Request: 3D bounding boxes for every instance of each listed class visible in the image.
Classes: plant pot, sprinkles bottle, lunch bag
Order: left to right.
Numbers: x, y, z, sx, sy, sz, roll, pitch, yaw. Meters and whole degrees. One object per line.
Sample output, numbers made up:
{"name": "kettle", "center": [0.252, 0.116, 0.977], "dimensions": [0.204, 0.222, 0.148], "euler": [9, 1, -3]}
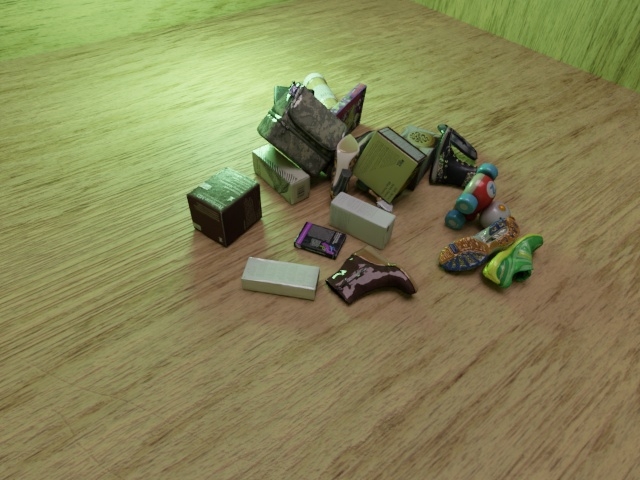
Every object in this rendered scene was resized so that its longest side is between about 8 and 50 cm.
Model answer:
{"name": "plant pot", "center": [-0.129, -0.578, 2.070], "dimensions": [0.187, 0.188, 0.167], "euler": [6, 58, 2]}
{"name": "lunch bag", "center": [-0.066, -0.440, 1.768], "dimensions": [0.256, 0.305, 0.212], "euler": [-52, 29, 5]}
{"name": "sprinkles bottle", "center": [0.014, -0.703, 2.233], "dimensions": [0.121, 0.121, 0.356], "euler": [-10, 47, -13]}

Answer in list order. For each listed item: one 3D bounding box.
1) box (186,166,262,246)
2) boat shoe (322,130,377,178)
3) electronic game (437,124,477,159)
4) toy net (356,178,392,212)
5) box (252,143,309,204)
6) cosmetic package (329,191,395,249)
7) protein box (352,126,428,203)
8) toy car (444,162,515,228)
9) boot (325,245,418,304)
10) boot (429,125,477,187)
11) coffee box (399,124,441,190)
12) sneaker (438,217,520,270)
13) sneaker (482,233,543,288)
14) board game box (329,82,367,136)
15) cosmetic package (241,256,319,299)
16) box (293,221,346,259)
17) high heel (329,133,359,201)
{"name": "box", "center": [-0.337, -0.123, 1.603], "dimensions": [0.168, 0.167, 0.203], "euler": [27, 50, 22]}
{"name": "boat shoe", "center": [0.127, -0.385, 1.920], "dimensions": [0.130, 0.133, 0.355], "euler": [28, 50, 24]}
{"name": "electronic game", "center": [0.611, -0.438, 1.996], "dimensions": [0.229, 0.048, 0.229], "euler": [31, 29, -19]}
{"name": "toy net", "center": [0.234, -0.177, 1.789], "dimensions": [0.122, 0.045, 0.232], "euler": [6, 43, -33]}
{"name": "box", "center": [-0.161, -0.269, 1.801], "dimensions": [0.094, 0.113, 0.275], "euler": [-30, 53, -27]}
{"name": "cosmetic package", "center": [0.148, -0.073, 1.623], "dimensions": [0.230, 0.117, 0.085], "euler": [26, 51, 20]}
{"name": "protein box", "center": [0.267, -0.295, 1.740], "dimensions": [0.201, 0.200, 0.136], "euler": [40, 36, 10]}
{"name": "toy car", "center": [0.630, -0.119, 1.657], "dimensions": [0.237, 0.210, 0.219], "euler": [35, 62, 11]}
{"name": "boot", "center": [0.165, 0.145, 1.453], "dimensions": [0.206, 0.090, 0.248], "euler": [-40, 60, -21]}
{"name": "boot", "center": [0.564, -0.338, 1.857], "dimensions": [0.178, 0.237, 0.085], "euler": [15, 11, 6]}
{"name": "coffee box", "center": [0.388, -0.361, 1.920], "dimensions": [0.168, 0.119, 0.297], "euler": [25, 48, 18]}
{"name": "sneaker", "center": [0.551, 0.031, 1.568], "dimensions": [0.296, 0.131, 0.112], "euler": [-25, 76, 0]}
{"name": "sneaker", "center": [0.675, 0.075, 1.539], "dimensions": [0.295, 0.109, 0.124], "euler": [-30, 73, -28]}
{"name": "board game box", "center": [0.105, -0.547, 2.025], "dimensions": [0.056, 0.208, 0.347], "euler": [23, 49, 18]}
{"name": "cosmetic package", "center": [-0.127, 0.123, 1.449], "dimensions": [0.238, 0.061, 0.099], "euler": [9, 43, 5]}
{"name": "box", "center": [0.000, 0.000, 1.603], "dimensions": [0.161, 0.029, 0.116], "euler": [17, 48, 14]}
{"name": "high heel", "center": [0.083, -0.280, 1.754], "dimensions": [0.093, 0.186, 0.262], "euler": [13, 54, -6]}
